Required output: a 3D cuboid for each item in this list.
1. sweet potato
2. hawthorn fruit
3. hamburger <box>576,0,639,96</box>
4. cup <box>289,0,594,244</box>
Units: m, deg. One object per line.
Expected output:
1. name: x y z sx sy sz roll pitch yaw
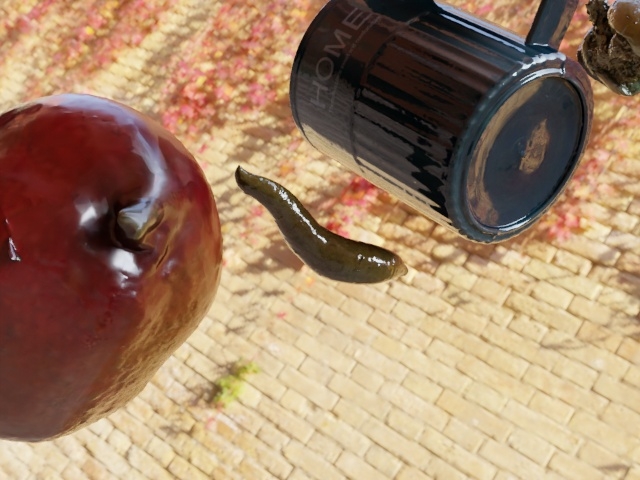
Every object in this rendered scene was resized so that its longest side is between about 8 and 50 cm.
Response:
1. sweet potato: -0.003 0.001 0.922 0.249 0.069 0.059 31 13 -20
2. hawthorn fruit: -0.222 0.011 0.700 0.295 0.311 0.295 35 26 -20
3. hamburger: 0.508 -0.334 1.329 0.185 0.159 0.131 39 -26 8
4. cup: 0.160 -0.179 0.974 0.292 0.308 0.242 40 -1 43
